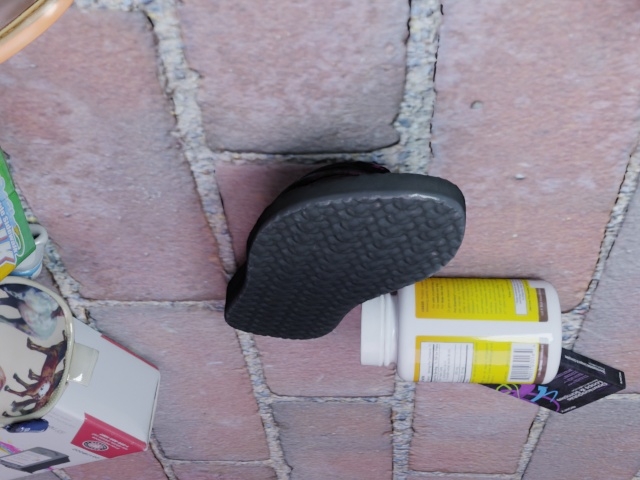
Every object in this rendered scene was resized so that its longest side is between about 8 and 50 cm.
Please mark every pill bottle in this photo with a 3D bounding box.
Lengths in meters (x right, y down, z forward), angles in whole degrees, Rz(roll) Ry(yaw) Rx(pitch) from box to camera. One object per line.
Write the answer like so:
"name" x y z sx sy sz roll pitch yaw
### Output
"pill bottle" 0.152 0.100 1.060 0.215 0.117 0.117 1 147 3

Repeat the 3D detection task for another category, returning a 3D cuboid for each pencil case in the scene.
"pencil case" -0.453 0.137 1.066 0.410 0.159 0.183 -8 144 35

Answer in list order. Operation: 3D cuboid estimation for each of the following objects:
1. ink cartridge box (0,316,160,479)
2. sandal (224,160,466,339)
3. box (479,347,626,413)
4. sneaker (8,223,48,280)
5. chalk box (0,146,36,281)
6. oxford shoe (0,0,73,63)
"ink cartridge box" -0.404 0.213 1.264 0.306 0.131 0.226 -20 141 29
"sandal" -0.003 0.000 0.953 0.168 0.107 0.446 13 158 -17
"box" 0.306 0.182 1.257 0.162 0.029 0.116 21 143 -28
"sneaker" -0.373 -0.014 0.980 0.191 0.071 0.083 12 141 -28
"chalk box" -0.377 -0.027 0.805 0.180 0.289 0.179 -9 113 14
"oxford shoe" -0.347 -0.176 0.669 0.364 0.130 0.132 -7 138 13
